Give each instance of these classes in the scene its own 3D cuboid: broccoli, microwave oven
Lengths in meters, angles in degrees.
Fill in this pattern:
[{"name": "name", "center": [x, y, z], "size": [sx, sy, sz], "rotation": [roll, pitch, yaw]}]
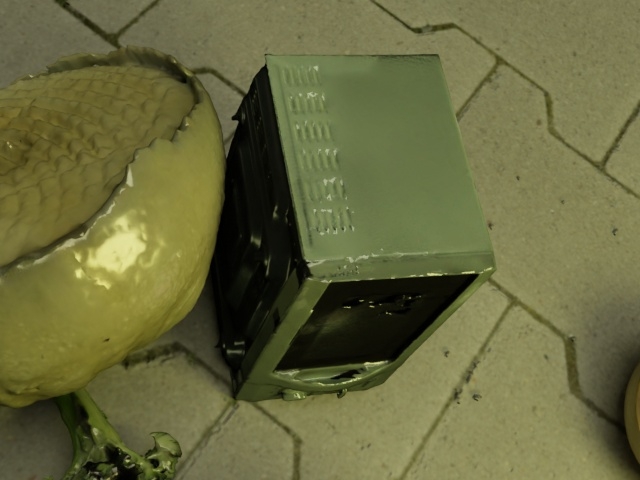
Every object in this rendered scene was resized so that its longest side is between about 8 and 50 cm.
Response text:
[{"name": "broccoli", "center": [-0.211, 0.169, 0.856], "size": [0.122, 0.118, 0.204], "rotation": [-34, 58, 2]}, {"name": "microwave oven", "center": [0.000, 0.000, 0.881], "size": [0.181, 0.295, 0.237], "rotation": [-4, 65, -18]}]

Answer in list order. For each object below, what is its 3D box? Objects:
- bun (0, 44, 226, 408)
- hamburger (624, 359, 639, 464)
[{"name": "bun", "center": [-0.236, 0.001, 0.830], "size": [0.364, 0.202, 0.364], "rotation": [-14, 37, 11]}, {"name": "hamburger", "center": [0.424, 0.181, 1.004], "size": [0.237, 0.147, 0.237], "rotation": [9, 61, -16]}]
